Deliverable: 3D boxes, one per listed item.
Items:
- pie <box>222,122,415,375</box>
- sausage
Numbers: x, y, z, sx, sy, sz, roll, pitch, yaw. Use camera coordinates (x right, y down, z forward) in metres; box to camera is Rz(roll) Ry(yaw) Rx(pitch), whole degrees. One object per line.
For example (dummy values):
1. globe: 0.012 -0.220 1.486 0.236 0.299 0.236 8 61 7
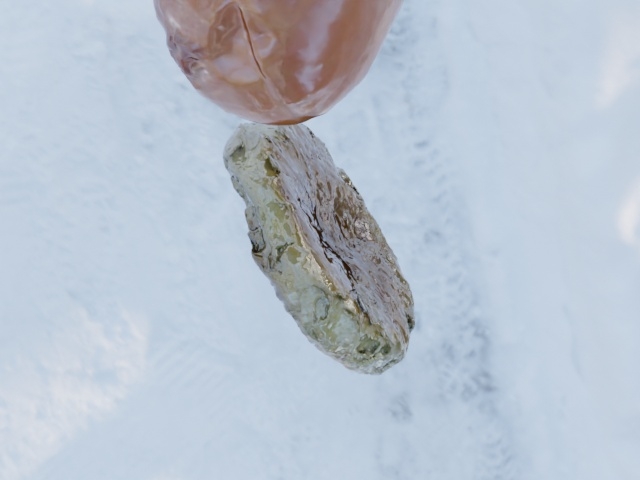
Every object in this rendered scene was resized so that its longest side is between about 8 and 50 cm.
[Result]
1. pie: 0.000 0.000 0.737 0.046 0.195 0.195 -32 124 19
2. sausage: 0.001 -0.183 0.542 0.133 0.133 0.259 21 84 -32
